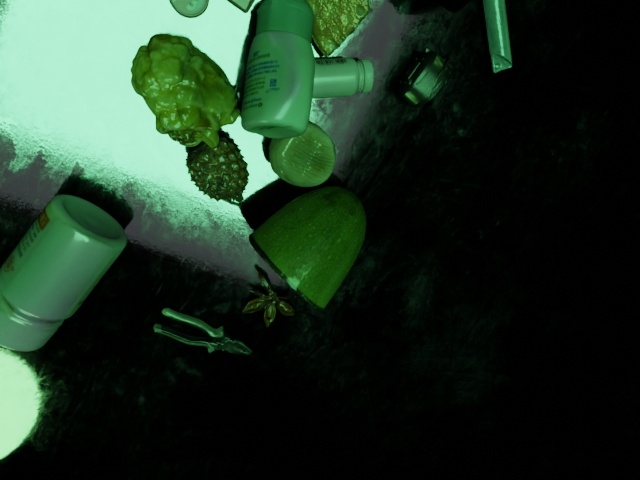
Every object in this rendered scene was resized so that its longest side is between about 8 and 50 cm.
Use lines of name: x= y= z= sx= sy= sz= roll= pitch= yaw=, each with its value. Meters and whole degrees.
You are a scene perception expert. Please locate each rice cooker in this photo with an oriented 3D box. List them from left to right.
rice cooker: x=0.295 y=-0.459 z=1.462 sx=0.106 sy=0.112 sz=0.165 roll=28 pitch=102 yaw=-17

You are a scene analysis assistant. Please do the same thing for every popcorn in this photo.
popcorn: x=-0.325 y=-0.361 z=1.256 sx=0.215 sy=0.252 sz=0.286 roll=-23 pitch=153 yaw=28

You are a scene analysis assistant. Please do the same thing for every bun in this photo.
bun: x=-0.051 y=-0.247 z=1.451 sx=0.193 sy=0.128 sz=0.178 roll=22 pitch=105 yaw=-34

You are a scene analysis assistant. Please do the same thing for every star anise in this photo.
star anise: x=-0.171 y=0.202 z=1.642 sx=0.212 sy=0.053 sz=0.157 roll=40 pitch=97 yaw=-27

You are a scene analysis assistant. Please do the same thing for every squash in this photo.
squash: x=0.008 y=-0.010 z=1.470 sx=0.309 sy=0.310 sz=0.310 roll=-44 pitch=116 yaw=3

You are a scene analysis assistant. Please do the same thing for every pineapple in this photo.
pineapple: x=-0.270 y=-0.179 z=1.403 sx=0.166 sy=0.166 sz=0.193 roll=-34 pitch=116 yaw=0

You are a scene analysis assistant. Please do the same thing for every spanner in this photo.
spanner: x=-0.365 y=0.307 z=1.640 sx=0.324 sy=0.040 sz=0.096 roll=25 pitch=103 yaw=-22

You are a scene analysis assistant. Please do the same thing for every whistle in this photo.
whistle: x=0.501 y=-0.642 z=1.470 sx=0.062 sy=0.062 sz=0.312 roll=-21 pitch=116 yaw=-6

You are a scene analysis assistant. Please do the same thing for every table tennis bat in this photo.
table tennis bat: x=-0.345 y=-0.628 z=1.272 sx=0.098 sy=0.019 sz=0.155 roll=-41 pitch=119 yaw=4

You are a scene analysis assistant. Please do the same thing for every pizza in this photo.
pizza: x=0.047 y=-0.598 z=1.361 sx=0.188 sy=0.081 sz=0.204 roll=-4 pitch=119 yaw=12

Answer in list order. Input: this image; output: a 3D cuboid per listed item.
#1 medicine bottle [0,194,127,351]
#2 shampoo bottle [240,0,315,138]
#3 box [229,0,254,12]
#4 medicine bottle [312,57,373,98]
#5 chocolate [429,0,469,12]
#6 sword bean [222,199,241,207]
medicine bottle: x=-0.709 y=0.088 z=1.357 sx=0.219 sy=0.219 sz=0.388 roll=35 pitch=100 yaw=-25
shampoo bottle: x=-0.101 y=-0.444 z=1.295 sx=0.151 sy=0.221 sz=0.350 roll=7 pitch=87 yaw=-37
box: x=-0.222 y=-0.629 z=1.299 sx=0.115 sy=0.025 sz=0.048 roll=31 pitch=103 yaw=-24
medicine bottle: x=0.043 y=-0.444 z=1.404 sx=0.186 sy=0.103 sz=0.103 roll=-8 pitch=114 yaw=-12
chocolate: x=0.350 y=-0.774 z=1.289 sx=0.210 sy=0.225 sz=0.340 roll=39 pitch=106 yaw=10
sword bean: x=-0.270 y=-0.115 z=1.507 sx=0.083 sy=0.012 sz=0.012 roll=24 pitch=104 yaw=-24
